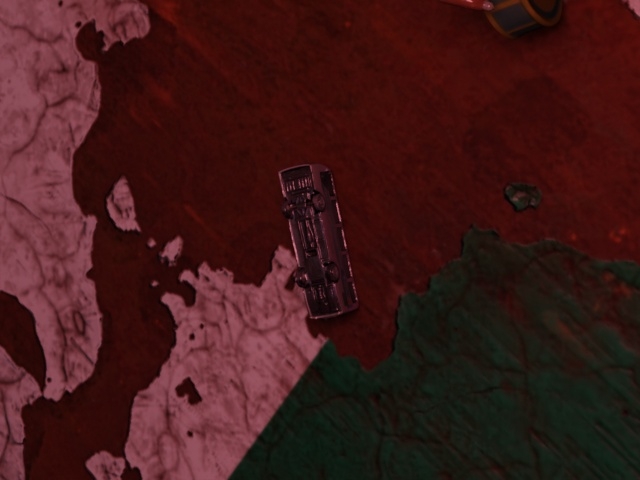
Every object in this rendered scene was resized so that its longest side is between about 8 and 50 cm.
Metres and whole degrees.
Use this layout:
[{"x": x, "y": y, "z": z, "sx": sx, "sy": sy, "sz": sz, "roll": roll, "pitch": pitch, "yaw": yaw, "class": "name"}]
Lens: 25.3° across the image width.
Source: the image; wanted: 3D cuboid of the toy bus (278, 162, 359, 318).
[{"x": 0.000, "y": 0.000, "z": 1.207, "sx": 0.037, "sy": 0.052, "sz": 0.131, "roll": -13, "pitch": 89, "yaw": 28, "class": "toy bus"}]

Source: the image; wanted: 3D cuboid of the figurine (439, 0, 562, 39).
[{"x": 0.209, "y": -0.250, "z": 1.005, "sx": 0.275, "sy": 0.161, "sz": 0.158, "roll": -16, "pitch": 126, "yaw": 35, "class": "figurine"}]
